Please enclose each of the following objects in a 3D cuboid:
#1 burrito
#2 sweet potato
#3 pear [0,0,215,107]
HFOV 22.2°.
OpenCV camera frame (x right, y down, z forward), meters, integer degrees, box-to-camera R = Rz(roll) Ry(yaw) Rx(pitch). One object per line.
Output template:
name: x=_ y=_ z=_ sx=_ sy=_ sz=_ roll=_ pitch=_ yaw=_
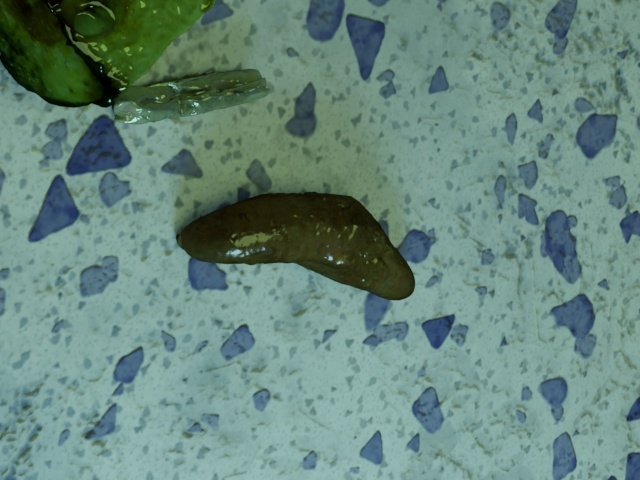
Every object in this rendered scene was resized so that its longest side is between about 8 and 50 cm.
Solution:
burrito: x=-0.140 y=-0.155 z=1.747 sx=0.185 sy=0.041 sz=0.045 roll=-16 pitch=118 yaw=-33
sweet potato: x=0.000 y=-0.003 z=1.862 sx=0.341 sy=0.092 sz=0.114 roll=13 pitch=116 yaw=-39
pear: x=-0.222 y=-0.291 z=1.583 sx=0.255 sy=0.164 sz=0.238 roll=-49 pitch=115 yaw=-26
